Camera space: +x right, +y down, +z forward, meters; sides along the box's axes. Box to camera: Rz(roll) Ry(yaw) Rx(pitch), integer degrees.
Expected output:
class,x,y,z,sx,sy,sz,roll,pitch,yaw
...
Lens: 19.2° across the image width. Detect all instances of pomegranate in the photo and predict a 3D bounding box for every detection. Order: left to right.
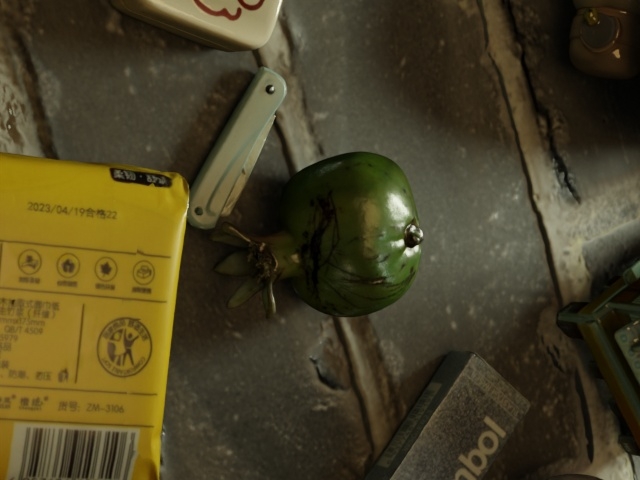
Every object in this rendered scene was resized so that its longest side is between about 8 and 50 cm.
class,x,y,z,sx,sy,sz,roll,pitch,yaw
pomegranate,0.000,0.000,1.715,0.191,0.131,0.152,-10,101,-20

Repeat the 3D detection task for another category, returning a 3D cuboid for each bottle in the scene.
class,x,y,z,sx,sy,sz,roll,pitch,yaw
bottle,0.300,-0.266,1.872,0.110,0.097,0.209,20,80,-66

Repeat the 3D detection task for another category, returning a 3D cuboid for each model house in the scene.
class,x,y,z,sx,sy,sz,roll,pitch,yaw
model house,0.394,0.111,1.882,0.198,0.215,0.224,-34,107,-21

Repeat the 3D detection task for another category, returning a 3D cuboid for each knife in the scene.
class,x,y,z,sx,sy,sz,roll,pitch,yaw
knife,-0.076,-0.082,1.725,0.044,0.023,0.162,31,78,-12

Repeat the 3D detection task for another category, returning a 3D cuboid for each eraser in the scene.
class,x,y,z,sx,sy,sz,roll,pitch,yaw
eraser,0.110,0.215,1.828,0.092,0.046,0.212,43,74,-23

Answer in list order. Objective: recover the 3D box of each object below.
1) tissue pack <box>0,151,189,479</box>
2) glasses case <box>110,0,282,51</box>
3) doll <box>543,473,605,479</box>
class,x,y,z,sx,sy,sz,roll,pitch,yaw
tissue pack,-0.323,0.065,1.486,0.382,0.228,0.293,6,90,-30
glasses case,-0.076,-0.345,1.684,0.144,0.076,0.336,17,84,-27
doll,0.310,0.345,1.892,0.287,0.151,0.151,37,75,-28
